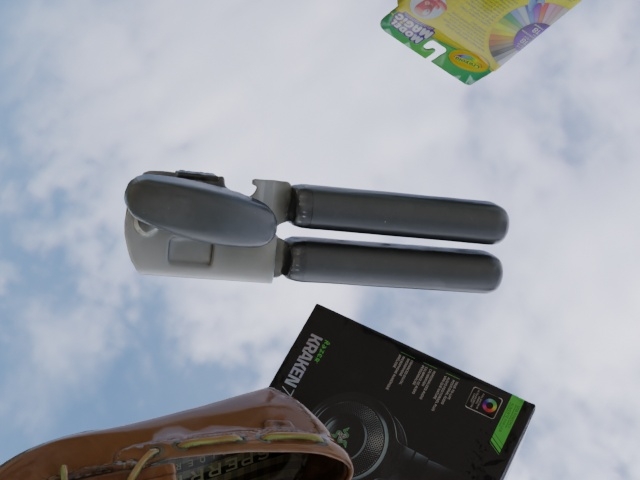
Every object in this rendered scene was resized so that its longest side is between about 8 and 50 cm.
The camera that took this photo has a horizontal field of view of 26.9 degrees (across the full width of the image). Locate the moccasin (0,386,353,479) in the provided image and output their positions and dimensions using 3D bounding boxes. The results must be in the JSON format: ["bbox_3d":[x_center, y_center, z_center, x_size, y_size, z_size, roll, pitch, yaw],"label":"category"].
[{"bbox_3d":[-0.143,0.231,1.090,0.147,0.380,0.139,25,-63,50],"label":"moccasin"}]

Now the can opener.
[{"bbox_3d":[0.000,0.000,0.929,0.093,0.280,0.074,-142,-122,-71],"label":"can opener"}]

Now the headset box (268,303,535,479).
[{"bbox_3d":[0.065,0.247,1.423,0.283,0.131,0.246,25,-114,13],"label":"headset box"}]

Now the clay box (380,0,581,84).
[{"bbox_3d":[0.166,-0.241,1.189,0.222,0.127,0.053,-37,-143,35],"label":"clay box"}]
